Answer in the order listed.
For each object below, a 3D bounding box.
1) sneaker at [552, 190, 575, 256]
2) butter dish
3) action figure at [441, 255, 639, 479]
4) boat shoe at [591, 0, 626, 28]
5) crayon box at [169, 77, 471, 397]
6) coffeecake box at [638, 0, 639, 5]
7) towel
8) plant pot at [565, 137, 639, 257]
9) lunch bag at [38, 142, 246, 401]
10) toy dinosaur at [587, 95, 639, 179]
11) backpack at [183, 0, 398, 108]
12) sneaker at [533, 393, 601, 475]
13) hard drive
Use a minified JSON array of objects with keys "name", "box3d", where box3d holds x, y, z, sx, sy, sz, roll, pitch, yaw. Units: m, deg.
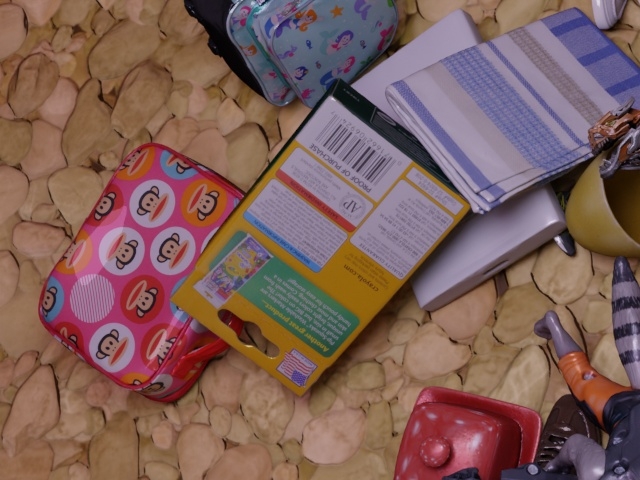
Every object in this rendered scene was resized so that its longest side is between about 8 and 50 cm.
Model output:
[{"name":"sneaker","box3d":[0.282,-0.022,1.745,0.035,0.031,0.083,-23,65,18]},{"name":"butter dish","box3d":[0.144,0.241,1.676,0.160,0.118,0.160,10,79,29]},{"name":"action figure","box3d":[0.283,0.196,1.548,0.341,0.178,0.330,-1,50,3]},{"name":"boat shoe","box3d":[0.364,-0.336,1.796,0.063,0.066,0.184,3,65,27]},{"name":"crayon box","box3d":[0.000,0.000,1.758,0.203,0.083,0.323,37,112,-7]},{"name":"coffeecake box","box3d":[0.467,-0.267,1.714,0.185,0.068,0.142,-26,64,17]},{"name":"towel","box3d":[0.239,-0.154,1.733,0.285,0.034,0.209,-25,58,-20]},{"name":"plant pot","box3d":[0.328,-0.034,1.682,0.095,0.134,0.134,-30,58,49]},{"name":"lunch bag","box3d":[-0.191,0.047,1.905,0.258,0.120,0.293,33,89,30]},{"name":"toy dinosaur","box3d":[0.453,-0.098,1.594,0.322,0.164,0.218,-14,77,15]},{"name":"backpack","box3d":[-0.011,-0.307,1.875,0.253,0.225,0.191,-45,58,-8]},{"name":"sneaker","box3d":[0.258,0.255,1.642,0.066,0.071,0.188,5,77,27]},{"name":"hard drive","box3d":[0.150,-0.097,1.811,0.203,0.040,0.307,-34,61,25]}]
